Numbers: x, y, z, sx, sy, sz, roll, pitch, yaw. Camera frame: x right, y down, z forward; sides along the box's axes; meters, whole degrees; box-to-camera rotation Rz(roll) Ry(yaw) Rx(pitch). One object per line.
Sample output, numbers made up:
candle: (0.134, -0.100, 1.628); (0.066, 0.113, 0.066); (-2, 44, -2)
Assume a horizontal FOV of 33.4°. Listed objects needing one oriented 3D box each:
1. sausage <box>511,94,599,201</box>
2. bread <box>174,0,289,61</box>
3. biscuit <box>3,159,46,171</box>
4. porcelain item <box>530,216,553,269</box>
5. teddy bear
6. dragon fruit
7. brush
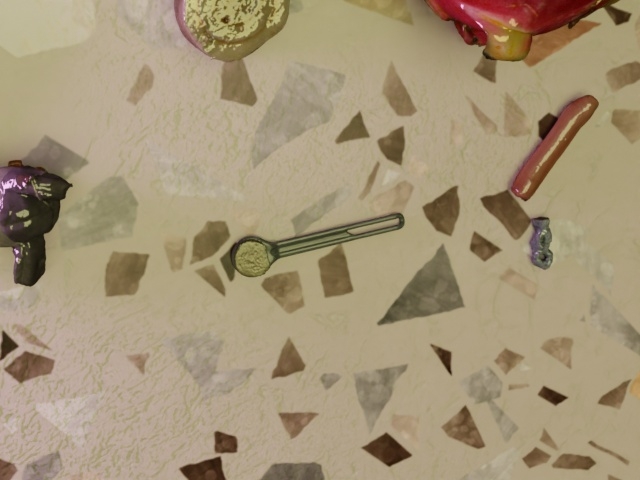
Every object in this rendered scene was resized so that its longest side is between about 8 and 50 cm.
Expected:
sausage: (0.349, -0.141, 1.600); (0.043, 0.043, 0.186); (35, 94, -18)
bread: (-0.116, -0.310, 1.403); (0.134, 0.141, 0.148); (39, 93, -17)
biscuit: (-0.411, -0.065, 1.458); (0.082, 0.016, 0.092); (-9, 111, -7)
porcelain item: (0.341, 0.005, 1.640); (0.036, 0.028, 0.083); (-11, 106, -13)
teddy bear: (-0.429, -0.027, 1.389); (0.251, 0.144, 0.171); (1, 114, 4)
dragon fruit: (0.232, -0.368, 1.401); (0.305, 0.305, 0.226); (38, 114, -18)
brush: (0.000, 0.000, 1.562); (0.266, 0.027, 0.062); (-14, 106, -9)
